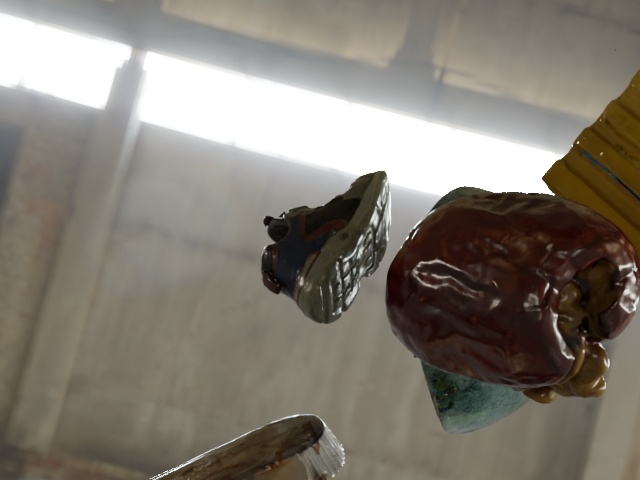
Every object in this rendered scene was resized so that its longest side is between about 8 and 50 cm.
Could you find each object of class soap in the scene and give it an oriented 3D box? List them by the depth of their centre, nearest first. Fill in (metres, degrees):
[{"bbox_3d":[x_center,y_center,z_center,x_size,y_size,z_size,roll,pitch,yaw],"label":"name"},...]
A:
[{"bbox_3d":[0.447,-0.037,1.898,0.324,0.204,0.096,46,7,25],"label":"soap"}]

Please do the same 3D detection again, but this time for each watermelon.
[{"bbox_3d":[0.216,0.083,2.015,0.175,0.321,0.188,-8,-3,16],"label":"watermelon"}]

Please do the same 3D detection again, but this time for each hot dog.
[{"bbox_3d":[-0.101,0.268,1.722,0.268,0.075,0.144,-24,16,-4],"label":"hot dog"}]

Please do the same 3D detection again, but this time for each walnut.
[{"bbox_3d":[0.210,0.073,1.710,0.222,0.243,0.269,-22,21,-26],"label":"walnut"}]

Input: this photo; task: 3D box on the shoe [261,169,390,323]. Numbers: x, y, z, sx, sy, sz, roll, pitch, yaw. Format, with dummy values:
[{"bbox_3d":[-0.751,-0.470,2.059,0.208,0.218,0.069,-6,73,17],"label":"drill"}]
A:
[{"bbox_3d":[0.000,0.000,1.821,0.126,0.227,0.099,11,-48,23],"label":"shoe"}]
